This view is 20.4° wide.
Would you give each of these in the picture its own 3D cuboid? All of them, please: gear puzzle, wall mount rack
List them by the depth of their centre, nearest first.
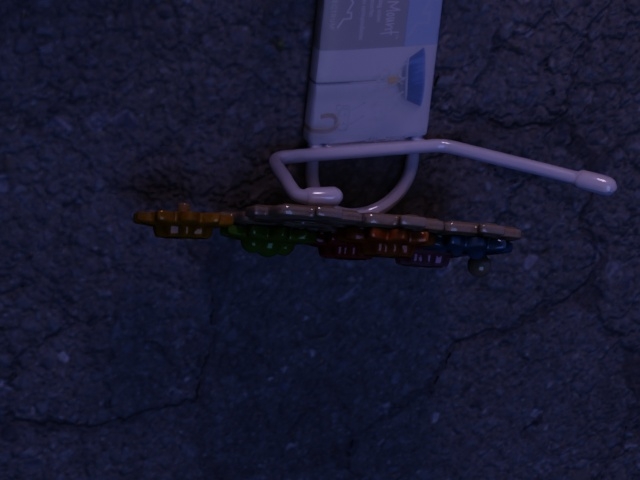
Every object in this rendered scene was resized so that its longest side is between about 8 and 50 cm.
[{"bbox_3d":[0.113,-0.151,1.554,0.304,0.130,0.350,-5,120,-19],"label":"wall mount rack"},{"bbox_3d":[0.000,0.000,1.573,0.338,0.175,0.044,6,85,-24],"label":"gear puzzle"}]
